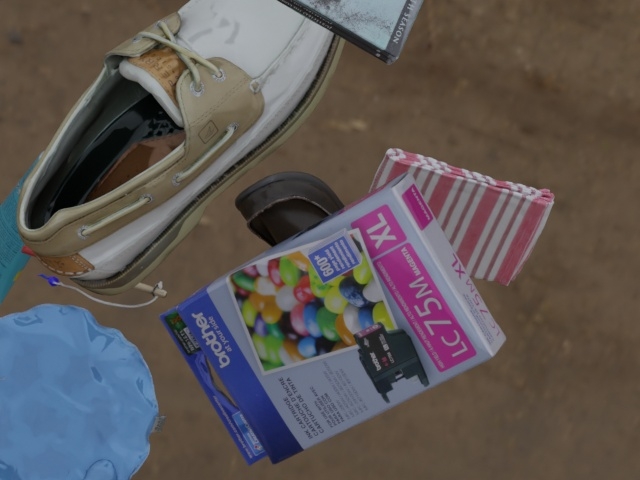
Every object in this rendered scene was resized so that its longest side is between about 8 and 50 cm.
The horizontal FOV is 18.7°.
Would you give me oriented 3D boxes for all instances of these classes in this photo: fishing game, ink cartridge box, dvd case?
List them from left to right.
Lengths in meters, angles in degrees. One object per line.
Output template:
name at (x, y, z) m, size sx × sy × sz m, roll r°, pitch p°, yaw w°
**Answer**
fishing game at (-0.229, 0.147, 1.697) m, size 0.189 × 0.041 × 0.264 m, roll 16°, pitch 87°, yaw 7°
dvd case at (-0.002, -0.145, 0.882) m, size 0.119 × 0.013 × 0.087 m, roll 30°, pitch 68°, yaw -14°
ink cartridge box at (-0.002, 0.088, 1.839) m, size 0.186 × 0.311 × 0.065 m, roll 59°, pitch 28°, yaw -5°

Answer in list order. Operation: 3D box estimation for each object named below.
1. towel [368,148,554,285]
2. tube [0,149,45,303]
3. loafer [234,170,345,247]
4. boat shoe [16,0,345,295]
towel at (0.145, -0.026, 2.155) m, size 0.197 × 0.144 × 0.029 m, roll 16°, pitch 44°, yaw -6°
tube at (-0.323, -0.014, 2.077) m, size 0.052 × 0.207 × 0.080 m, roll -7°, pitch 59°, yaw -45°
loafer at (0.000, 0.000, 1.954) m, size 0.220 × 0.080 × 0.078 m, roll 30°, pitch 35°, yaw -46°
boat shoe at (-0.090, -0.097, 1.329) m, size 0.113 × 0.103 × 0.302 m, roll 36°, pitch 90°, yaw 28°
